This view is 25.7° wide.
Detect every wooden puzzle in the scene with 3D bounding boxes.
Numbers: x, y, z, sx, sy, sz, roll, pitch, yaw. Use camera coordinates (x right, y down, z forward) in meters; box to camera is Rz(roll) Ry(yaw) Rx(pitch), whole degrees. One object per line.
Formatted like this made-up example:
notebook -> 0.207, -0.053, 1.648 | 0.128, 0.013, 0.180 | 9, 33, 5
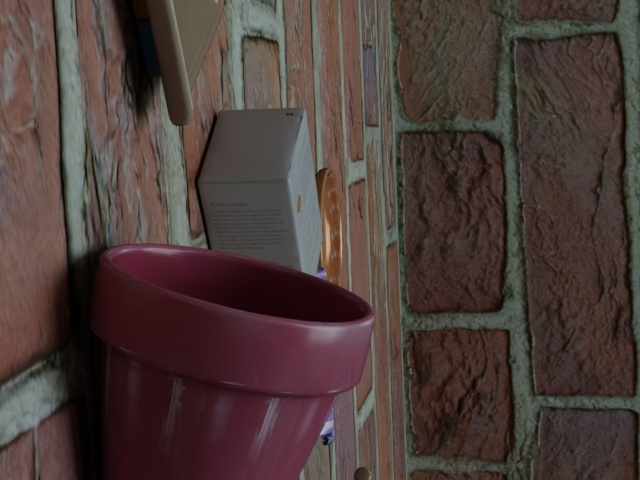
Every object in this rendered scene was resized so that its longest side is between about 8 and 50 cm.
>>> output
wooden puzzle -> -0.129, -0.243, 1.173 | 0.239, 0.044, 0.221 | -86, 170, -55

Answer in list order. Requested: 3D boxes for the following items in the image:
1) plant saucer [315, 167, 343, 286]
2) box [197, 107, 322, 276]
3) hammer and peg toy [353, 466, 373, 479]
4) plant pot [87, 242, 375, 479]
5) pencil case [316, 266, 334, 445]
plant saucer -> 0.000, 0.000, 1.926 | 0.200, 0.037, 0.200 | -1, 90, -82
box -> -0.057, -0.028, 1.408 | 0.130, 0.091, 0.170 | -79, 165, -52
hammer and peg toy -> 0.010, 0.435, 1.641 | 0.266, 0.127, 0.361 | 74, 17, -50
plant pot -> -0.078, 0.113, 1.007 | 0.201, 0.201, 0.180 | -38, 142, -79
pencil case -> -0.032, 0.128, 1.586 | 0.088, 0.086, 0.206 | -8, 96, -53
